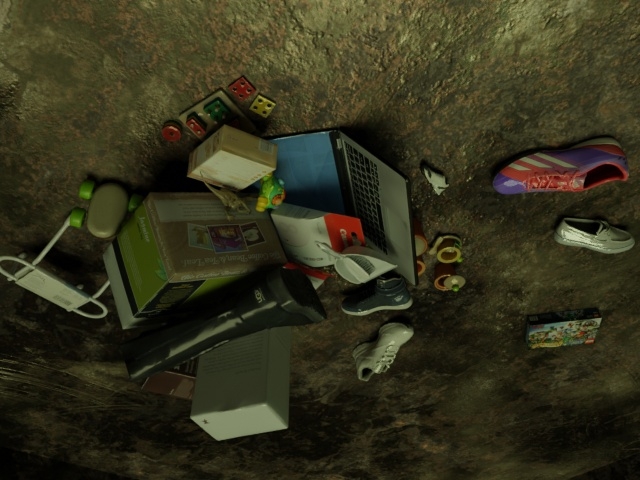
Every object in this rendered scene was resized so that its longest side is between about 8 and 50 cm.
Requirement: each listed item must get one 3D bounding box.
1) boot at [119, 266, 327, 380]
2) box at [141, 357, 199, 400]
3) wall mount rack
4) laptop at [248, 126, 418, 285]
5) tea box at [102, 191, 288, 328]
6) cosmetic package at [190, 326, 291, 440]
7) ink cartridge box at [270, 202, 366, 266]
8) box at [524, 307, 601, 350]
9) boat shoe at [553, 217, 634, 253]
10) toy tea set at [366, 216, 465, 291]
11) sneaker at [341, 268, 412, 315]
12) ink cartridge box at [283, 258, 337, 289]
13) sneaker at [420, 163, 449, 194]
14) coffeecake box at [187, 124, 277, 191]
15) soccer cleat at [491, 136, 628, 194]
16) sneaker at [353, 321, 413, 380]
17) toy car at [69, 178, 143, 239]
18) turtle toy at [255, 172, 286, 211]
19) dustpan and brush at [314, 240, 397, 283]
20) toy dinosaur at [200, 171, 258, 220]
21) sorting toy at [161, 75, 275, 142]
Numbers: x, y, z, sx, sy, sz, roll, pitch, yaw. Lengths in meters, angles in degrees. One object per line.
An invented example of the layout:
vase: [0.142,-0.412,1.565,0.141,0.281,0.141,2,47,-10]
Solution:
boot: [-0.233,0.227,1.532,0.445,0.146,0.367,-29,158,8]
box: [-0.492,0.435,2.073,0.203,0.168,0.167,19,135,-20]
wall mount rack: [-0.732,0.081,1.726,0.304,0.130,0.350,-25,132,31]
laptop: [0.023,-0.062,1.505,0.236,0.408,0.382,-32,139,-16]
tea box: [-0.323,0.048,1.515,0.329,0.220,0.323,-3,154,-44]
cosmetic package: [-0.218,0.329,1.752,0.230,0.453,0.161,-14,135,15]
ink cartridge box: [0.000,0.000,1.540,0.232,0.066,0.189,17,145,29]
box: [0.829,0.307,2.039,0.233,0.044,0.159,-8,136,8]
boat shoe: [0.775,-0.018,1.659,0.226,0.083,0.076,2,138,-2]
toy tea set: [0.300,0.062,1.711,0.336,0.124,0.200,21,133,-22]
sneaker: [0.158,0.150,1.833,0.226,0.086,0.163,-11,135,13]
ink cartridge box: [-0.075,0.096,1.710,0.181,0.056,0.224,20,173,-20]
sneaker: [0.295,-0.166,1.535,0.043,0.040,0.109,-36,132,12]
coffeecake box: [-0.211,-0.189,1.404,0.142,0.068,0.185,16,158,-33]
soccer cleat: [0.592,-0.165,1.474,0.318,0.116,0.109,-13,136,13]
sneaker: [0.225,0.389,2.060,0.111,0.129,0.297,23,131,-21]
toy car: [-0.570,-0.063,1.597,0.155,0.149,0.188,16,163,-13]
turtle toy: [-0.121,-0.115,1.469,0.066,0.095,0.130,11,167,-8]
dustpan and brush: [0.072,0.048,1.503,0.211,0.060,0.147,39,138,-18]
toy dinosaur: [-0.223,-0.099,1.436,0.053,0.093,0.183,-44,143,23]
sorting toy: [-0.238,-0.274,1.401,0.274,0.046,0.132,-24,132,23]
